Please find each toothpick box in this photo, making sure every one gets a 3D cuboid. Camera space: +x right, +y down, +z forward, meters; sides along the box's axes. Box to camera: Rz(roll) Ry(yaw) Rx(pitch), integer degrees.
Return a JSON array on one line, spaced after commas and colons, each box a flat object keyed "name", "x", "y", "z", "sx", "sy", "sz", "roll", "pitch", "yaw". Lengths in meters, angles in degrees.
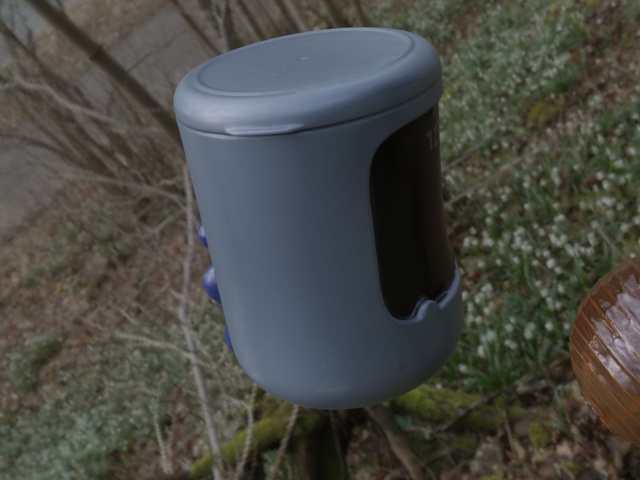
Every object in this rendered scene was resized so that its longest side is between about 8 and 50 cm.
[{"name": "toothpick box", "x": 0.000, "y": 0.000, "z": 0.955, "sx": 0.263, "sy": 0.354, "sz": 0.263, "roll": -9, "pitch": 24, "yaw": 4}]

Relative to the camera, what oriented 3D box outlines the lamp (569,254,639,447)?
[{"name": "lamp", "x": 0.227, "y": 0.072, "z": 0.650, "sx": 0.136, "sy": 0.136, "sz": 0.136, "roll": -20, "pitch": 43, "yaw": 20}]
